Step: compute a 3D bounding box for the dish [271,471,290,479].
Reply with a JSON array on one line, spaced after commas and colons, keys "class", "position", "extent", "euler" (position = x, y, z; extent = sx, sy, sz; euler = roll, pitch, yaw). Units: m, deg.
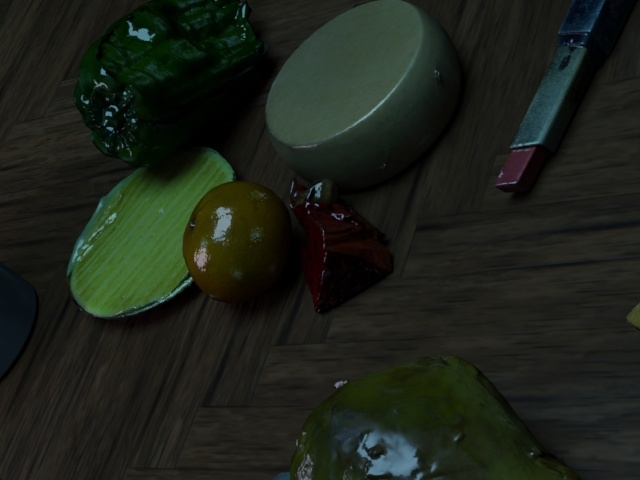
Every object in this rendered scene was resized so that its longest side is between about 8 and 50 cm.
[{"class": "dish", "position": [-0.038, 0.291, 1.378], "extent": [0.091, 0.039, 0.137], "euler": [-39, 39, 8]}]

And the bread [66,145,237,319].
[{"class": "bread", "position": [-0.229, -0.010, 1.828], "extent": [0.301, 0.045, 0.301], "euler": [-24, 42, 24]}]

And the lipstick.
[{"class": "lipstick", "position": [0.283, -0.181, 1.510], "extent": [0.051, 0.051, 0.312], "euler": [8, 64, 45]}]

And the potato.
[{"class": "potato", "position": [0.095, 0.236, 1.183], "extent": [0.246, 0.196, 0.300], "euler": [-49, 39, -2]}]

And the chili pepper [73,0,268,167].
[{"class": "chili pepper", "position": [-0.216, -0.246, 1.929], "extent": [0.385, 0.213, 0.167], "euler": [-50, -5, -46]}]

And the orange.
[{"class": "orange", "position": [-0.108, 0.000, 1.629], "extent": [0.156, 0.124, 0.156], "euler": [-37, 41, 40]}]

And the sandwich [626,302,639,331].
[{"class": "sandwich", "position": [0.386, 0.038, 1.202], "extent": [0.193, 0.058, 0.162], "euler": [-46, 37, 2]}]

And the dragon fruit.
[{"class": "dragon fruit", "position": [0.019, -0.005, 1.595], "extent": [0.092, 0.122, 0.192], "euler": [-7, 31, -16]}]

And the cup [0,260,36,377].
[{"class": "cup", "position": [-0.631, 0.099, 1.871], "extent": [0.323, 0.327, 0.237], "euler": [-53, 38, -7]}]

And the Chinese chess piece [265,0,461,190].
[{"class": "Chinese chess piece", "position": [0.054, -0.188, 1.684], "extent": [0.273, 0.102, 0.273], "euler": [-26, 40, 24]}]
